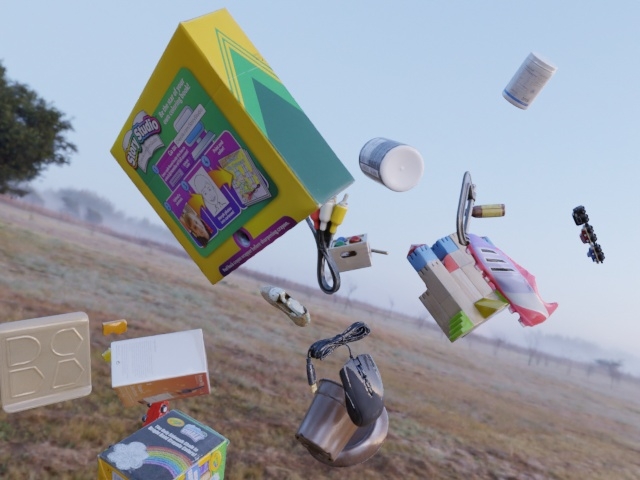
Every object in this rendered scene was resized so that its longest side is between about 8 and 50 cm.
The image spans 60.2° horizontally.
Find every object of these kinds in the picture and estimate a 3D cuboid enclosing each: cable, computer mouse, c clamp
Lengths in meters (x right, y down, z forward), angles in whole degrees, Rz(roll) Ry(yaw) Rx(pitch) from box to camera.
[{"bbox_3d":[0.000,0.000,1.459,0.139,0.287,0.072,12,12,25],"label":"cable"},{"bbox_3d":[0.065,0.333,1.270,0.184,0.262,0.060,-16,13,-27],"label":"computer mouse"},{"bbox_3d":[0.276,-0.054,1.033,0.022,0.161,0.137,5,-36,23],"label":"c clamp"}]

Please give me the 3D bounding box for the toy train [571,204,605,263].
[{"bbox_3d":[0.625,-0.010,1.293,0.036,0.158,0.027,-22,17,26],"label":"toy train"}]

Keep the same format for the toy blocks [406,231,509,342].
[{"bbox_3d":[0.385,0.096,1.491,0.381,0.261,0.191,-18,-25,-40],"label":"toy blocks"}]

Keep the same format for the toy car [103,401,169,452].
[{"bbox_3d":[-0.499,0.572,1.533,0.225,0.239,0.053,-24,-30,13],"label":"toy car"}]

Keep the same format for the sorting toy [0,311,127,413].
[{"bbox_3d":[-0.665,0.303,1.442,0.307,0.229,0.041,-6,12,-35],"label":"sorting toy"}]

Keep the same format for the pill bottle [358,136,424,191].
[{"bbox_3d":[0.188,-0.225,1.578,0.130,0.130,0.246,16,12,-19],"label":"pill bottle"}]

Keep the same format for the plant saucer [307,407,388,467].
[{"bbox_3d":[0.081,0.635,1.935,0.310,0.311,0.050,9,-44,27],"label":"plant saucer"}]

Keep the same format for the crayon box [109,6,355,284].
[{"bbox_3d":[-0.166,-0.126,0.904,0.313,0.106,0.363,54,-41,-3],"label":"crayon box"}]

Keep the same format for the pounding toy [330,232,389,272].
[{"bbox_3d":[0.123,0.020,1.778,0.181,0.094,0.206,-11,12,9],"label":"pounding toy"}]

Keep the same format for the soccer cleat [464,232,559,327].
[{"bbox_3d":[0.408,0.074,1.200,0.248,0.095,0.083,54,9,5],"label":"soccer cleat"}]

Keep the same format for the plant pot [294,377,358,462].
[{"bbox_3d":[0.024,0.484,1.476,0.167,0.165,0.167,28,-29,17],"label":"plant pot"}]

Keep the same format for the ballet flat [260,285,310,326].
[{"bbox_3d":[-0.111,0.197,1.791,0.206,0.073,0.067,34,-39,19],"label":"ballet flat"}]

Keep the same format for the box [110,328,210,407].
[{"bbox_3d":[-0.308,0.251,1.078,0.170,0.091,0.130,-7,-33,-11],"label":"box"}]

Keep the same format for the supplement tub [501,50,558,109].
[{"bbox_3d":[0.453,-0.346,1.201,0.071,0.107,0.071,21,34,-15],"label":"supplement tub"}]

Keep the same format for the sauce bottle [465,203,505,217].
[{"bbox_3d":[0.482,-0.087,1.643,0.128,0.042,0.042,-1,-11,10],"label":"sauce bottle"}]

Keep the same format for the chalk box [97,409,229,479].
[{"bbox_3d":[-0.336,0.528,1.266,0.180,0.179,0.289,19,20,29],"label":"chalk box"}]
